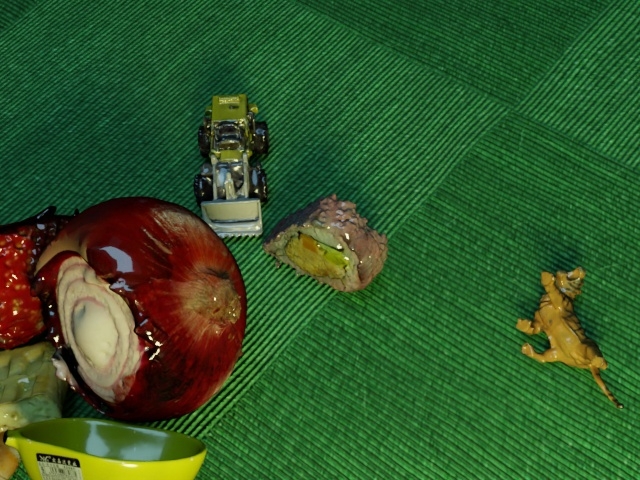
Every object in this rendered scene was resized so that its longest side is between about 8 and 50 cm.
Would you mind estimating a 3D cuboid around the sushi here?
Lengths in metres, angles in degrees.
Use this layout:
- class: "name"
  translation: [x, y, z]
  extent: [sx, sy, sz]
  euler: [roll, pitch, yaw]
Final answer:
- class: "sushi"
  translation: [0.014, 0.014, 1.821]
  extent: [0.161, 0.241, 0.107]
  euler: [47, 59, -9]

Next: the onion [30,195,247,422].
- class: "onion"
  translation: [-0.260, 0.103, 1.666]
  extent: [0.341, 0.341, 0.341]
  euler: [-3, 52, 4]

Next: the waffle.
- class: "waffle"
  translation: [-0.532, 0.237, 1.713]
  extent: [0.274, 0.057, 0.168]
  euler: [-10, 28, -1]

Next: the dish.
- class: "dish"
  translation: [-0.294, 0.320, 1.503]
  extent: [0.262, 0.221, 0.108]
  euler: [7, 91, 19]

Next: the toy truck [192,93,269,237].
- class: "toy truck"
  translation: [-0.160, -0.139, 1.963]
  extent: [0.136, 0.111, 0.286]
  euler: [-4, 55, 1]

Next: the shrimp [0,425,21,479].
- class: "shrimp"
  translation: [-0.576, 0.367, 1.647]
  extent: [0.152, 0.063, 0.287]
  euler: [33, 59, 30]

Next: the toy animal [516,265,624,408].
- class: "toy animal"
  translation: [0.393, 0.163, 1.692]
  extent: [0.116, 0.114, 0.255]
  euler: [12, 44, -41]

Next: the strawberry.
- class: "strawberry"
  translation: [-0.446, 0.061, 1.753]
  extent: [0.137, 0.233, 0.306]
  euler: [39, 49, 24]
